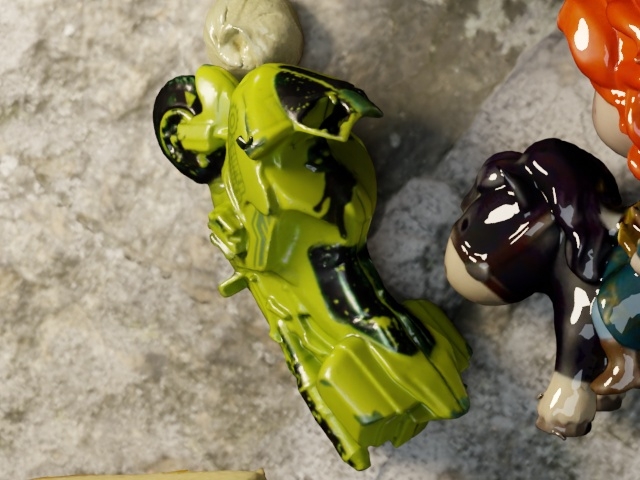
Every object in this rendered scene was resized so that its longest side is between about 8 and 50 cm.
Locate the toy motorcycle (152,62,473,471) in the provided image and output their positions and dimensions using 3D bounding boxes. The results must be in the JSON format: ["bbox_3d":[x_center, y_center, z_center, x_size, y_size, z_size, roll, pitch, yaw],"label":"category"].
[{"bbox_3d":[0.002,-0.001,1.279,0.206,0.142,0.342,-30,90,55],"label":"toy motorcycle"}]

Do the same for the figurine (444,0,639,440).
[{"bbox_3d":[0.254,-0.037,1.179,0.306,0.241,0.412,50,127,28],"label":"figurine"}]

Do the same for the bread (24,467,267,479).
[{"bbox_3d":[-0.165,0.342,1.337,0.279,0.207,0.279,-4,96,17],"label":"bread"}]

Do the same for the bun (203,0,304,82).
[{"bbox_3d":[-0.057,-0.161,1.313,0.086,0.055,0.086,2,99,17],"label":"bun"}]
